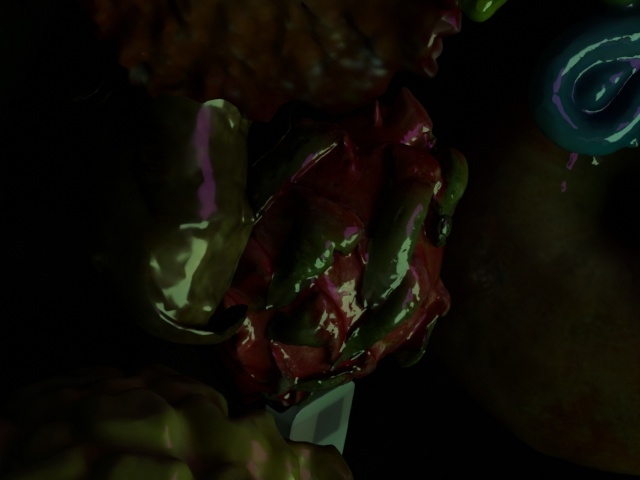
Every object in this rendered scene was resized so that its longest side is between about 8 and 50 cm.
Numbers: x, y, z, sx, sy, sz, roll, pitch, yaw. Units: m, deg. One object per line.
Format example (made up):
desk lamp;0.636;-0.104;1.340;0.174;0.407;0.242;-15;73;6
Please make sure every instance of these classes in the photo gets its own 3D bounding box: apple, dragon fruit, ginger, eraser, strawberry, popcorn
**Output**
apple;0.212;0.012;1.232;0.301;0.301;0.301;-36;144;-31
dragon fruit;0.000;0.000;1.056;0.172;0.166;0.160;-36;107;-11
ginger;-0.023;-0.099;0.952;0.133;0.107;0.309;35;82;-15
eraser;-0.012;0.136;1.286;0.065;0.026;0.105;-28;140;-43
strawberry;-0.021;-0.179;0.840;0.178;0.234;0.234;-59;159;-45
popcorn;-0.130;0.204;1.016;0.332;0.225;0.265;-25;131;-8

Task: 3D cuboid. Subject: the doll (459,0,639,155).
doll;0.232;-0.192;1.079;0.346;0.341;0.099;-33;178;-16
